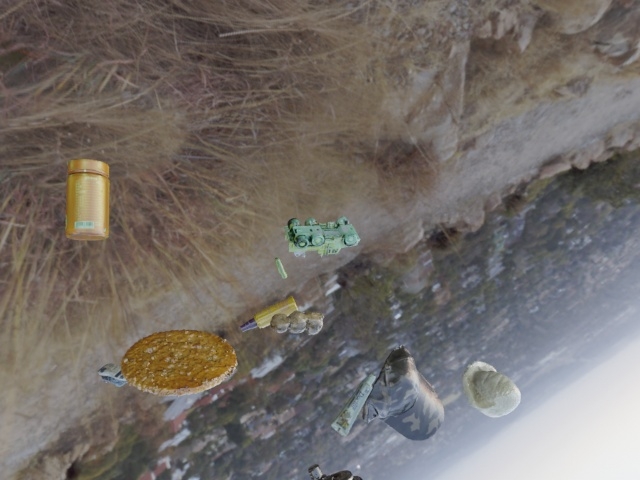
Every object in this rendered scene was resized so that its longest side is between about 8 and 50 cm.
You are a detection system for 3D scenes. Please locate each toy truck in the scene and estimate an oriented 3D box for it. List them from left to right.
[{"bbox_3d":[0.003,-0.003,1.541,0.260,0.128,0.135,-7,129,-14],"label":"toy truck"}]

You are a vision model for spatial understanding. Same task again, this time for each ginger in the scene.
[{"bbox_3d":[-0.089,0.312,1.578,0.204,0.080,0.104,8,120,-22],"label":"ginger"}]

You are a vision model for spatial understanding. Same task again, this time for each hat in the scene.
[{"bbox_3d":[0.378,0.639,1.722,0.366,0.382,0.257,-57,178,-27],"label":"hat"}]

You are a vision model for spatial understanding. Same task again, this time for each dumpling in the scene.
[{"bbox_3d":[0.498,0.436,1.241,0.216,0.166,0.126,-16,139,-20],"label":"dumpling"}]

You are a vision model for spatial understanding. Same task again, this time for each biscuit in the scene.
[{"bbox_3d":[-0.322,0.271,0.967,0.254,0.254,0.035,-7,111,-40],"label":"biscuit"}]

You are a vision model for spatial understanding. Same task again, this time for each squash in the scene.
[{"bbox_3d":[-0.151,0.104,1.590,0.027,0.089,0.027,-20,-168,4],"label":"squash"}]

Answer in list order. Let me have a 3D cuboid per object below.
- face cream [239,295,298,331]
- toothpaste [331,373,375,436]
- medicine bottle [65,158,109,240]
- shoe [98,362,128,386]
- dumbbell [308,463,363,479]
[{"bbox_3d":[-0.239,0.346,1.919,0.274,0.078,0.078,-25,148,-5],"label":"face cream"},{"bbox_3d":[0.130,0.604,1.552,0.255,0.067,0.037,-59,162,3],"label":"toothpaste"},{"bbox_3d":[-0.586,-0.100,1.057,0.097,0.191,0.096,-4,172,-1],"label":"medicine bottle"},{"bbox_3d":[-0.698,0.472,1.453,0.064,0.143,0.071,-58,148,-62],"label":"shoe"},{"bbox_3d":[0.042,0.622,0.883,0.192,0.289,0.192,-24,162,-8],"label":"dumbbell"}]
